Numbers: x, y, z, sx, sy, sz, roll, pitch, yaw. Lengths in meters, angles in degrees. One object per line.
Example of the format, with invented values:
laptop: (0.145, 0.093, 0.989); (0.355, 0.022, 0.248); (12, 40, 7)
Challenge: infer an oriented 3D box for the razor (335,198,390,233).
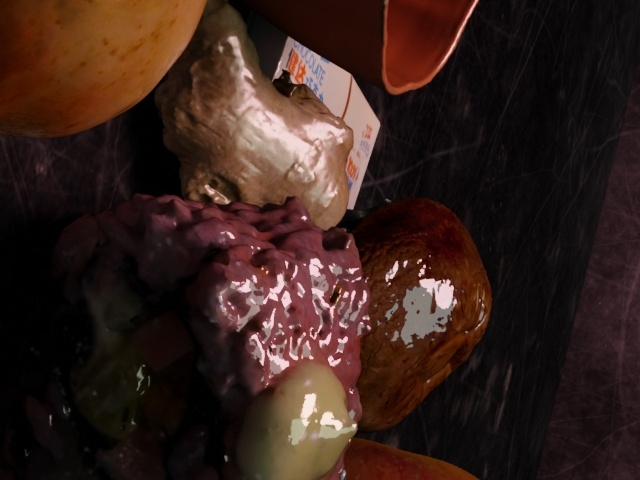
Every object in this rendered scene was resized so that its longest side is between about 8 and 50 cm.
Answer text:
razor: (-0.004, -0.004, 1.241); (0.066, 0.033, 0.190); (-53, 165, 24)

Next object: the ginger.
ginger: (-0.060, -0.085, 1.063); (0.213, 0.074, 0.137); (51, 61, -36)

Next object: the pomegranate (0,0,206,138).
pomegranate: (-0.147, -0.149, 0.658); (0.209, 0.209, 0.209); (13, 90, -70)

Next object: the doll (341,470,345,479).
doll: (-0.057, 0.163, 1.156); (0.059, 0.159, 0.158); (-62, 173, 29)

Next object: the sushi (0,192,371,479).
sushi: (-0.083, 0.097, 0.941); (0.171, 0.236, 0.270); (0, 106, -61)

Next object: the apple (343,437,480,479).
apple: (0.041, 0.335, 1.269); (0.339, 0.340, 0.339); (13, 90, -70)

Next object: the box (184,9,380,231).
box: (-0.034, -0.039, 1.247); (0.273, 0.048, 0.265); (51, 55, -64)

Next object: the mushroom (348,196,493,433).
mushroom: (0.063, 0.073, 1.274); (0.231, 0.138, 0.194); (-54, 170, -10)

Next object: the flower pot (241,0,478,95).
flower pot: (0.019, -0.220, 1.074); (0.190, 0.173, 0.190); (-49, 152, -38)
